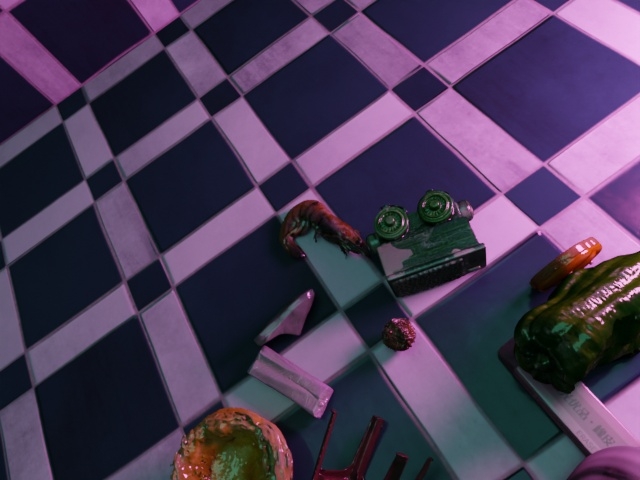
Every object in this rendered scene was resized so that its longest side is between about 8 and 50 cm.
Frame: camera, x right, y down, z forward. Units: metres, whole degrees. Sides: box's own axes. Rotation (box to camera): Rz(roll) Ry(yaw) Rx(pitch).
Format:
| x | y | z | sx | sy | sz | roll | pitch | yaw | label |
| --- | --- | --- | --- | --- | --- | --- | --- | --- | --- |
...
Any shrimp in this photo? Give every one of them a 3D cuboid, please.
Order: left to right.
| x | y | z | sx | sy | sz | roll | pitch | yaw | label |
| --- | --- | --- | --- | --- | --- | --- | --- | --- | --- |
| 0.000 | 0.000 | 1.345 | 0.296 | 0.058 | 0.169 | 38 | 88 | 35 | shrimp |

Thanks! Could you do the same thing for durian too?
| x | y | z | sx | sy | sz | roll | pitch | yaw | label |
| --- | --- | --- | --- | --- | --- | --- | --- | --- | --- |
| 0.180 | 0.218 | 1.146 | 0.080 | 0.080 | 0.091 | -38 | 37 | -1 | durian |

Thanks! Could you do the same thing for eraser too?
| x | y | z | sx | sy | sz | roll | pitch | yaw | label |
| --- | --- | --- | --- | --- | --- | --- | --- | --- | --- |
| 0.496 | 0.328 | 0.983 | 0.089 | 0.061 | 0.352 | -38 | 58 | -1 | eraser |

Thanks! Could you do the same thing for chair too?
| x | y | z | sx | sy | sz | roll | pitch | yaw | label |
| --- | --- | --- | --- | --- | --- | --- | --- | --- | --- |
| 0.068 | 0.528 | 0.971 | 0.183 | 0.175 | 0.327 | 19 | 83 | 48 | chair |

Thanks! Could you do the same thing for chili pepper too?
| x | y | z | sx | sy | sz | roll | pitch | yaw | label |
| --- | --- | --- | --- | --- | --- | --- | --- | --- | --- |
| 0.535 | 0.140 | 0.964 | 0.384 | 0.213 | 0.167 | -25 | 51 | -19 | chili pepper |

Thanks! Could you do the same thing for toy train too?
| x | y | z | sx | sy | sz | roll | pitch | yaw | label |
| --- | --- | --- | --- | --- | --- | --- | --- | --- | --- |
| 0.248 | 0.002 | 1.196 | 0.265 | 0.145 | 0.202 | -21 | 62 | 10 | toy train |

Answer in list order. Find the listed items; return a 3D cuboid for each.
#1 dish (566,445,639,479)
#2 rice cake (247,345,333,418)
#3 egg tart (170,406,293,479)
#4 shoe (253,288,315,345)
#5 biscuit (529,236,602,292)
| x | y | z | sx | sy | sz | roll | pitch | yaw | label |
| --- | --- | --- | --- | --- | --- | --- | --- | --- | --- |
| 0.462 | 0.481 | 0.781 | 0.316 | 0.106 | 0.317 | -52 | 27 | 40 | dish |
| -0.072 | 0.336 | 1.201 | 0.221 | 0.042 | 0.080 | 24 | 70 | 30 | rice cake |
| -0.189 | 0.513 | 1.108 | 0.288 | 0.118 | 0.288 | -10 | 59 | 16 | egg tart |
| -0.078 | 0.207 | 1.264 | 0.195 | 0.079 | 0.078 | -39 | 93 | -12 | shoe |
| 0.518 | 0.062 | 1.061 | 0.170 | 0.170 | 0.050 | -34 | 67 | 1 | biscuit |
